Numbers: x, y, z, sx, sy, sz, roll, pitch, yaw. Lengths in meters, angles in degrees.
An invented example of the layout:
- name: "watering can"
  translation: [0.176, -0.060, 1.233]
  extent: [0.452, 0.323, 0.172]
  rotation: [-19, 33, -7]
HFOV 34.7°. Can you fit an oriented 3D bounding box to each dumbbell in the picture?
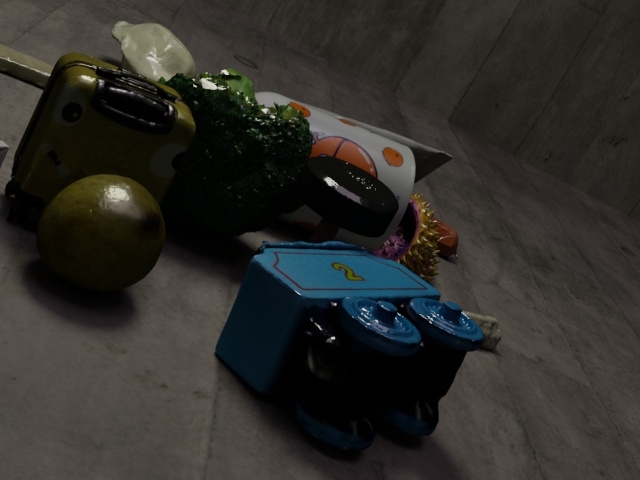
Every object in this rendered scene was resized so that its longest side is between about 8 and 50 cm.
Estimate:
- name: "dumbbell"
  translation: [0.000, 0.000, 1.498]
  extent: [0.153, 0.218, 0.152]
  rotation: [26, 19, -10]

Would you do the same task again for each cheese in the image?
- name: "cheese"
  translation: [-0.408, -0.265, 1.874]
  extent: [0.400, 0.034, 0.085]
  rotation: [22, 20, -24]

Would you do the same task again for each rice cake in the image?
- name: "rice cake"
  translation: [0.209, 0.138, 1.722]
  extent: [0.256, 0.052, 0.057]
  rotation: [16, 52, -37]

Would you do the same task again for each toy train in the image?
- name: "toy train"
  translation: [0.035, 0.122, 1.306]
  extent: [0.300, 0.188, 0.265]
  rotation: [3, 28, -49]

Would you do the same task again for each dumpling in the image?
- name: "dumpling"
  translation: [-0.340, -0.366, 2.101]
  extent: [0.250, 0.132, 0.162]
  rotation: [50, 14, 12]

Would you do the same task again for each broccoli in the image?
- name: "broccoli"
  translation: [-0.154, -0.144, 1.553]
  extent: [0.308, 0.308, 0.275]
  rotation: [21, 58, -26]

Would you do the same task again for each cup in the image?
- name: "cup"
  translation: [-0.022, -0.126, 1.818]
  extent: [0.318, 0.212, 0.212]
  rotation: [20, 20, -21]

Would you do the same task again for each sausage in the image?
- name: "sausage"
  translation: [0.220, -0.021, 2.136]
  extent: [0.169, 0.065, 0.065]
  rotation: [27, 18, -4]

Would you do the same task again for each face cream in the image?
- name: "face cream"
  translation: [0.033, -0.167, 2.041]
  extent: [0.420, 0.235, 0.137]
  rotation: [16, 54, -32]

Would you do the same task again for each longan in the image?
- name: "longan"
  translation: [-0.274, -0.009, 1.252]
  extent: [0.176, 0.145, 0.155]
  rotation: [0, -20, 32]

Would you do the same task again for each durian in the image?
- name: "durian"
  translation: [0.163, -0.007, 1.952]
  extent: [0.186, 0.154, 0.260]
  rotation: [47, 10, -45]

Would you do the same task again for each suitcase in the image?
- name: "suitcase"
  translation: [-0.291, -0.122, 1.352]
  extent: [0.194, 0.234, 0.143]
  rotation: [19, 21, -29]

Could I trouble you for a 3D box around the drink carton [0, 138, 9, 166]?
- name: "drink carton"
  translation: [-0.509, -0.115, 1.230]
  extent: [0.134, 0.101, 0.222]
  rotation: [37, 18, 29]
